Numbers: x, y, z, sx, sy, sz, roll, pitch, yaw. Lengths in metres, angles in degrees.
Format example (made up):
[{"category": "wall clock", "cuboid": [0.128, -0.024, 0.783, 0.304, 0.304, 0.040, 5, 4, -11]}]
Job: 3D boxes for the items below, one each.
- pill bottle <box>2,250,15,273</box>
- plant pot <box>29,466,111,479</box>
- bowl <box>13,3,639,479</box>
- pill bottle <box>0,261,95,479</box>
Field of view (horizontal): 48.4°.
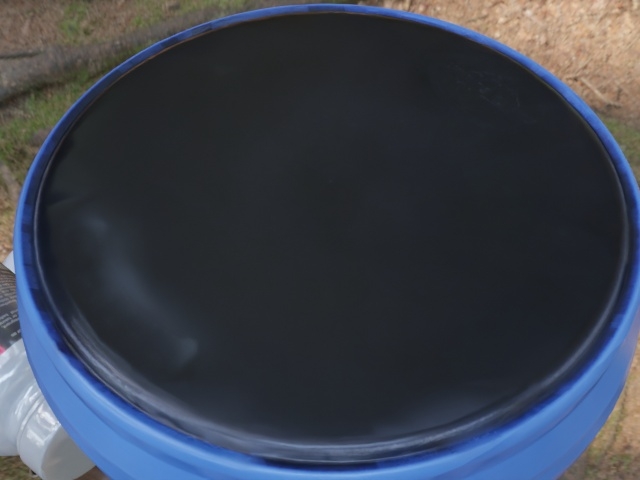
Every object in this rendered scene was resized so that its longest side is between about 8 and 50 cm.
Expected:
[{"category": "pill bottle", "cuboid": [-0.496, 0.078, 1.246, 0.136, 0.246, 0.136, 16, 61, -31]}, {"category": "plant pot", "cuboid": [-0.435, 0.404, 1.362, 0.165, 0.167, 0.167, 36, 71, -24]}, {"category": "bowl", "cuboid": [0.006, -0.016, 0.446, 0.391, 0.077, 0.391, 0, 51, 0]}, {"category": "pill bottle", "cuboid": [-0.387, 0.151, 0.881, 0.319, 0.176, 0.176, 31, 72, 24]}]
